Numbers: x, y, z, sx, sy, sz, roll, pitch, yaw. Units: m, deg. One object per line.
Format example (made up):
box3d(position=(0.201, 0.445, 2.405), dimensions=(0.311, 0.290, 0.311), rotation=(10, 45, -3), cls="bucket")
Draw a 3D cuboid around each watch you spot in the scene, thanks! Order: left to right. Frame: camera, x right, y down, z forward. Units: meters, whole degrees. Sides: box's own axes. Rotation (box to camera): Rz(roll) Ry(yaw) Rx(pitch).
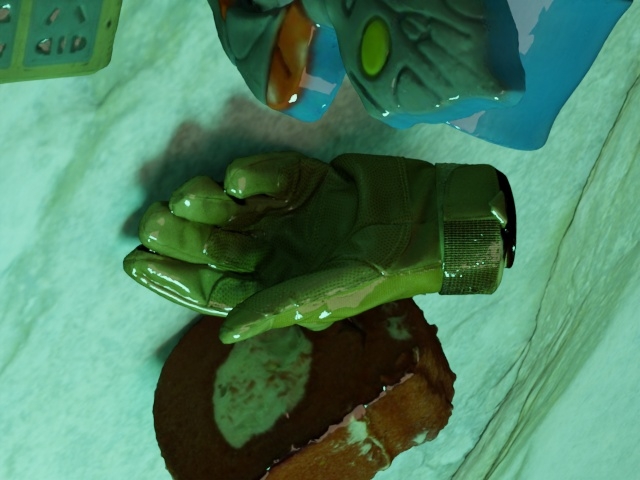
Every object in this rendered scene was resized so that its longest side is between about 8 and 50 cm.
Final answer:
box3d(position=(0.098, -0.169, 1.009), dimensions=(0.274, 0.305, 0.241), rotation=(13, 118, -43), cls="watch")

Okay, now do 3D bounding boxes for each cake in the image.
box3d(position=(-0.018, 0.134, 1.331), dimensions=(0.283, 0.177, 0.151), rotation=(-37, 146, -1), cls="cake")

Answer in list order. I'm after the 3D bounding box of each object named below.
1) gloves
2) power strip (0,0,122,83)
box3d(position=(-0.001, -0.001, 1.223), dimensions=(0.331, 0.141, 0.154), rotation=(-5, 97, -11), cls="gloves")
box3d(position=(-0.285, -0.129, 0.869), dimensions=(0.387, 0.066, 0.092), rotation=(-11, 132, -38), cls="power strip")
